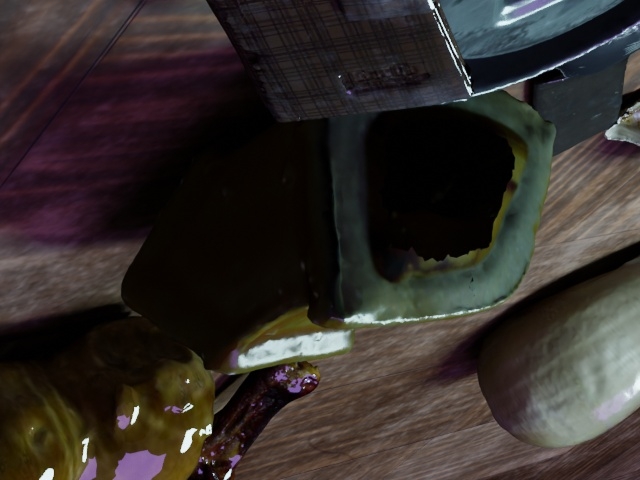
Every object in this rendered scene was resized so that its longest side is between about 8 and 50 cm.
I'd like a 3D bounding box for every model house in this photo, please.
[{"bbox_3d":[0.009,0.004,1.234,0.268,0.173,0.239,-3,160,-45],"label":"model house"}]

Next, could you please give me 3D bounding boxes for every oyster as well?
[{"bbox_3d":[0.276,-0.104,1.534,0.093,0.034,0.051,-4,136,-26],"label":"oyster"}]

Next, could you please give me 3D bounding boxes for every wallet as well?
[{"bbox_3d":[-0.003,-0.135,0.940,0.124,0.042,0.230,-6,148,16],"label":"wallet"},{"bbox_3d":[0.199,-0.108,1.440,0.082,0.018,0.156,-26,161,-3],"label":"wallet"}]

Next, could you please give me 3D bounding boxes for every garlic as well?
[{"bbox_3d":[0.312,0.083,1.961,0.338,0.151,0.196,-38,-173,8],"label":"garlic"}]

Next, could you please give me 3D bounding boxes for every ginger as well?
[{"bbox_3d":[-0.243,0.199,1.378,0.358,0.152,0.274,-17,140,-34],"label":"ginger"}]

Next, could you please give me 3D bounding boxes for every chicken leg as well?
[{"bbox_3d":[-0.152,0.234,1.731,0.407,0.096,0.158,-41,161,12],"label":"chicken leg"}]

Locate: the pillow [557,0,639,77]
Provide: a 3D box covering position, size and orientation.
[{"bbox_3d":[0.245,-0.176,1.270,0.208,0.055,0.141,-32,167,14],"label":"pillow"}]

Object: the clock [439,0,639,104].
[{"bbox_3d":[0.139,-0.194,1.071,0.319,0.066,0.319,-24,161,-9],"label":"clock"}]
